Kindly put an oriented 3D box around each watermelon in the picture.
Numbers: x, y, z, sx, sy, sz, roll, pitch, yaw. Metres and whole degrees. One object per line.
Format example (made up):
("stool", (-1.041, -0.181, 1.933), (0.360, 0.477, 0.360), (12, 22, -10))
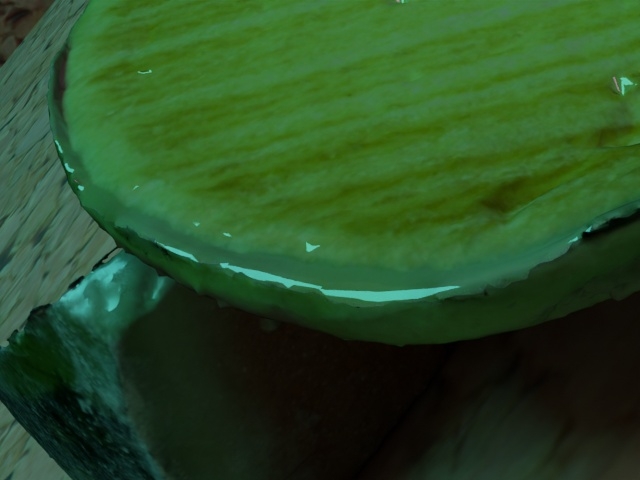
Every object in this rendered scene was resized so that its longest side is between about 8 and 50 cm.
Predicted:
("watermelon", (0.000, 0.000, 0.567), (0.256, 0.140, 0.193), (-47, 13, -15))

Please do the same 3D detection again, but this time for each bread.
("bread", (0.055, -0.079, 0.468), (0.301, 0.045, 0.301), (-10, 41, 9))
